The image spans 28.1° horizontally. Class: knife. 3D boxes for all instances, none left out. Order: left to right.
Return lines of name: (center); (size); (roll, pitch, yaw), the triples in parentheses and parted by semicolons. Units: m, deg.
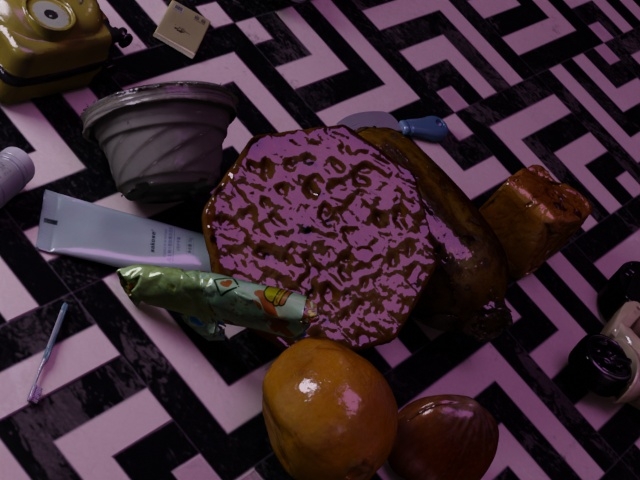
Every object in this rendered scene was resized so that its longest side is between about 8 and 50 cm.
knife: (0.127, -0.211, 2.315); (0.244, 0.032, 0.058); (2, 54, -31)

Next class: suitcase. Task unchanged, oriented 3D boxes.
suitcase: (-0.422, -0.323, 1.906); (0.235, 0.143, 0.194); (-23, 70, -46)

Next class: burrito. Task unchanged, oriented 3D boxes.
burrito: (-0.142, 0.094, 1.742); (0.288, 0.104, 0.054); (13, 34, 7)

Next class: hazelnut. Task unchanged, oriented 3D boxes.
hazelnut: (0.175, 0.284, 1.800); (0.150, 0.150, 0.150); (21, 44, -21)

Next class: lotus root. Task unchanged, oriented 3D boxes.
lotus root: (0.157, -0.009, 2.015); (0.179, 0.196, 0.397); (-26, 71, -36)

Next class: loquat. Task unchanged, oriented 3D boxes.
loquat: (0.010, 0.226, 1.694); (0.176, 0.187, 0.234); (0, 30, -25)

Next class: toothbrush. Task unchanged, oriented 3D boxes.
toothbrush: (-0.346, 0.143, 1.638); (0.014, 0.011, 0.167); (30, 41, -18)

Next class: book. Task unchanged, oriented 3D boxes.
book: (-0.236, -0.360, 2.181); (0.077, 0.014, 0.111); (28, 41, -10)

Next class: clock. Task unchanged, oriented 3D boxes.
clock: (0.587, 0.188, 2.225); (0.276, 0.120, 0.379); (35, 39, 2)

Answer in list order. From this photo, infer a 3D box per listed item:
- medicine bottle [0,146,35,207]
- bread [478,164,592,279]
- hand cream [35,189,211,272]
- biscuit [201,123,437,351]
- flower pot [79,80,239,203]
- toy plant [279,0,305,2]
medicine bottle: (-0.436, -0.082, 1.740); (0.058, 0.058, 0.091); (38, 40, -2)
bread: (0.362, -0.037, 2.231); (0.143, 0.158, 0.149); (44, 41, 13)
hand cream: (-0.240, 0.006, 1.817); (0.320, 0.067, 0.109); (16, 47, -19)
biscuit: (0.000, 0.000, 1.847); (0.359, 0.046, 0.359); (4, 77, -18)
flower pot: (-0.226, -0.134, 1.852); (0.235, 0.235, 0.141); (1, 75, -36)
toy plant: (-0.097, -0.539, 2.377); (0.243, 0.112, 0.232); (35, 45, 4)
